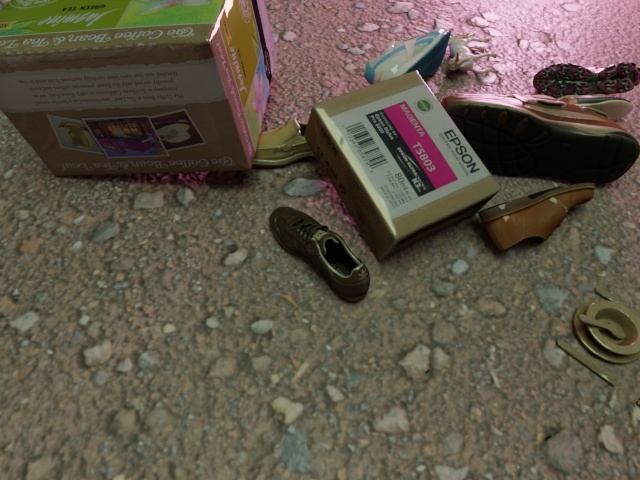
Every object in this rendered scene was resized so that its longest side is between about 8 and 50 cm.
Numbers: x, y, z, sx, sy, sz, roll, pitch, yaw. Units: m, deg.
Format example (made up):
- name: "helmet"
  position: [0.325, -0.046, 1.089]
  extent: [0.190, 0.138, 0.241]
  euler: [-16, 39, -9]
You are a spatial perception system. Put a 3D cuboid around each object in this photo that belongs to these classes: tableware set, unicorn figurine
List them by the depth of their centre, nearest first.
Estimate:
- name: "tableware set"
  position: [0.416, 0.142, 0.550]
  extent: [0.194, 0.039, 0.128]
  euler: [39, 61, 23]
- name: "unicorn figurine"
  position: [0.306, -0.386, 0.925]
  extent: [0.111, 0.060, 0.162]
  euler: [-4, 38, -5]

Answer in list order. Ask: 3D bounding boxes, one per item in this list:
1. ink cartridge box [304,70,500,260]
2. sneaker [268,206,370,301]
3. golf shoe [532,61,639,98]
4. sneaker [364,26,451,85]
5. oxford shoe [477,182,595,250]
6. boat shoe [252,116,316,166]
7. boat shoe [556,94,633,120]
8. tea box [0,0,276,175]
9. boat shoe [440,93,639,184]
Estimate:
- name: "ink cartridge box"
  position: [0.115, -0.117, 0.660]
  extent: [0.193, 0.088, 0.235]
  euler: [-25, 74, -19]
- name: "sneaker"
  position: [0.000, 0.000, 0.611]
  extent: [0.066, 0.071, 0.188]
  euler: [-37, 64, -26]
- name: "golf shoe"
  position: [0.519, -0.312, 0.882]
  extent: [0.186, 0.068, 0.086]
  euler: [6, 11, 15]
- name: "sneaker"
  position: [0.181, -0.368, 0.882]
  extent: [0.092, 0.087, 0.228]
  euler: [34, 57, 22]
- name: "oxford shoe"
  position: [0.335, -0.037, 0.672]
  extent: [0.212, 0.076, 0.076]
  euler: [-18, 87, -18]
- name: "boat shoe"
  position: [-0.045, -0.173, 0.734]
  extent: [0.190, 0.072, 0.068]
  euler: [-10, 55, -10]
- name: "boat shoe"
  position: [0.520, -0.256, 0.843]
  extent: [0.137, 0.049, 0.043]
  euler: [-2, 52, 1]
- name: "tea box"
  position: [-0.264, -0.288, 0.695]
  extent: [0.328, 0.220, 0.324]
  euler: [-1, 54, 6]
- name: "boat shoe"
  position: [0.353, -0.183, 0.746]
  extent: [0.323, 0.123, 0.120]
  euler: [13, 49, -4]
